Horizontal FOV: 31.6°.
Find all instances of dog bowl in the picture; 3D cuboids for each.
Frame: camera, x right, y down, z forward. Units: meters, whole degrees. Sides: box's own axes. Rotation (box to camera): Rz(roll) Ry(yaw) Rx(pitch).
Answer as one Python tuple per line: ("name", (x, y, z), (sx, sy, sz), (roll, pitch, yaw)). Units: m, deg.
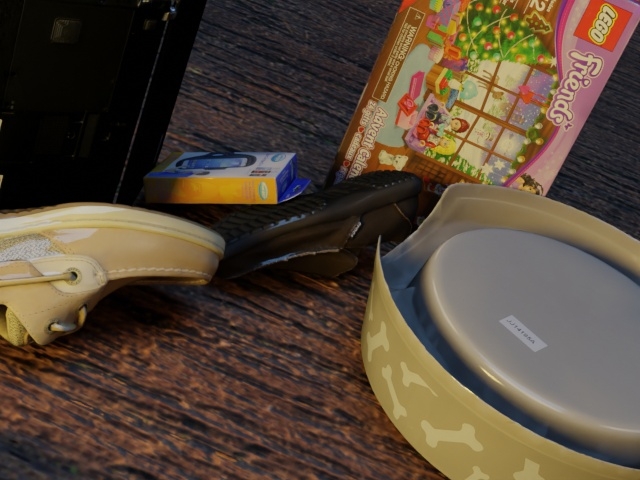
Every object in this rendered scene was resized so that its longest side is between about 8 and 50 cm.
("dog bowl", (0.192, 0.095, 0.946), (0.349, 0.102, 0.348), (16, 33, -11))

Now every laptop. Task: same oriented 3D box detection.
("laptop", (-0.199, -0.119, 0.890), (0.264, 0.234, 0.136), (-2, 39, -33))

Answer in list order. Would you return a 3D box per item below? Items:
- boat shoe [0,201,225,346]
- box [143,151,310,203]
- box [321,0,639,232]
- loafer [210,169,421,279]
("boat shoe", (-0.211, 0.029, 0.809), (0.302, 0.109, 0.098), (2, 78, -31))
("box", (-0.080, -0.056, 1.004), (0.136, 0.028, 0.081), (-1, 20, 12))
("box", (0.147, -0.136, 1.070), (0.201, 0.293, 0.057), (25, 27, 3))
("loafer", (0.000, 0.000, 0.984), (0.220, 0.078, 0.080), (-17, 18, -25))
